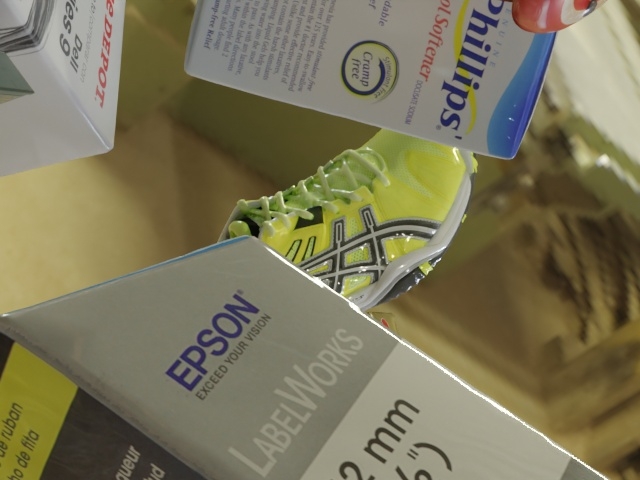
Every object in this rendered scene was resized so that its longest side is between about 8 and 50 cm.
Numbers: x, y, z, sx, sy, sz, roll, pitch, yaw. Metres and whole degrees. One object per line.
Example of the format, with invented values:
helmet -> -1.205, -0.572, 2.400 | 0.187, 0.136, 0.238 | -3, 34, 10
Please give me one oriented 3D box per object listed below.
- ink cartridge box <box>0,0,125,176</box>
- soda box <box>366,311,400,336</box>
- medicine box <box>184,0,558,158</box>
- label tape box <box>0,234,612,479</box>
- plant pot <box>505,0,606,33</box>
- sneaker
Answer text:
ink cartridge box -> -0.235, -0.208, 1.016 | 0.289, 0.121, 0.211 | 62, 22, -50
soda box -> -0.025, 0.109, 1.200 | 0.061, 0.181, 0.058 | 8, 64, -69
medicine box -> 0.041, -0.198, 1.386 | 0.289, 0.149, 0.263 | 14, 14, -5
label tape box -> -0.039, 0.132, 0.622 | 0.347, 0.249, 0.115 | 36, 46, 7
plant pot -> 0.137, -0.244, 1.045 | 0.174, 0.191, 0.191 | 44, 21, 16
sneaker -> 0.000, 0.000, 1.528 | 0.145, 0.385, 0.147 | 37, -8, 47
